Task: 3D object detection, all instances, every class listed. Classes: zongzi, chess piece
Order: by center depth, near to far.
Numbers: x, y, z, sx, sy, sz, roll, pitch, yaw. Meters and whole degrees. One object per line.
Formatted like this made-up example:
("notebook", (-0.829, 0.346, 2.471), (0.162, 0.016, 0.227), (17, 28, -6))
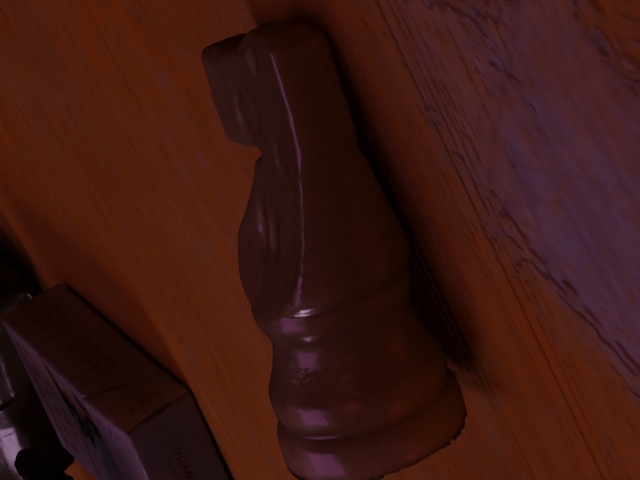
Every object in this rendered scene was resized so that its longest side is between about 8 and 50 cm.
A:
("chess piece", (0.000, 0.000, 0.813), (0.090, 0.090, 0.200), (21, 131, 61))
("zongzi", (-0.334, 0.087, 1.752), (0.274, 0.125, 0.251), (41, 150, 45))

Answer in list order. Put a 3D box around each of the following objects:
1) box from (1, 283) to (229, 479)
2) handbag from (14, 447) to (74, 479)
("box", (-0.158, 0.144, 1.483), (0.233, 0.067, 0.149), (32, 151, 51))
("handbag", (-0.160, 0.293, 1.644), (0.270, 0.089, 0.175), (32, 157, 29))
